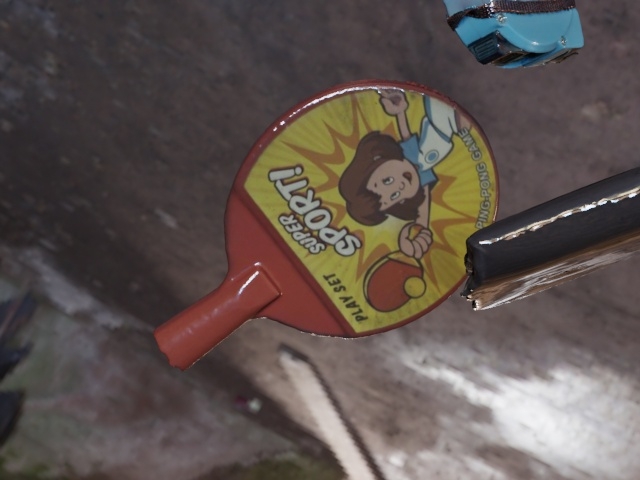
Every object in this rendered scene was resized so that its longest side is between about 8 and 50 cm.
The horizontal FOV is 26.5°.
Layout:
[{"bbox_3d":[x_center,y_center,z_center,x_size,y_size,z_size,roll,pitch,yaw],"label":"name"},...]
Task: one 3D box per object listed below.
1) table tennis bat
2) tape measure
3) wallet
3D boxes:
[{"bbox_3d":[0.000,0.000,1.443,0.268,0.415,0.051,53,-173,-15],"label":"table tennis bat"},{"bbox_3d":[0.175,-0.225,1.262,0.146,0.125,0.081,-10,172,-40],"label":"tape measure"},{"bbox_3d":[0.259,-0.036,0.827,0.378,0.051,0.197,-19,167,2],"label":"wallet"}]
